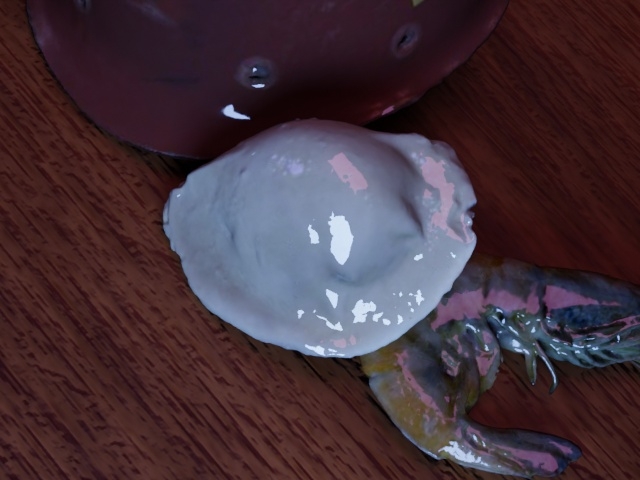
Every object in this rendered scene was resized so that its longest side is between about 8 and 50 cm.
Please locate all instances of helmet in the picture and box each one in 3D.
[{"bbox_3d":[-0.031,-0.265,1.280,0.337,0.230,0.385,29,55,17],"label":"helmet"}]

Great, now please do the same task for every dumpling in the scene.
[{"bbox_3d":[-0.001,0.001,1.201,0.111,0.181,0.155,15,58,-53],"label":"dumpling"}]

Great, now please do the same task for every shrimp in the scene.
[{"bbox_3d":[0.168,0.085,1.237,0.296,0.058,0.169,6,57,-12],"label":"shrimp"}]
